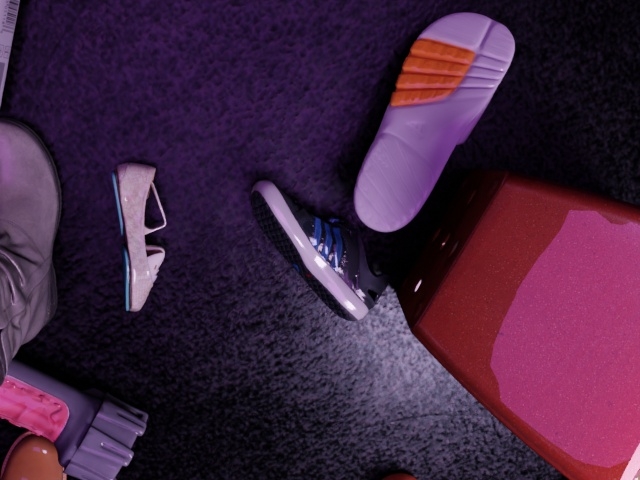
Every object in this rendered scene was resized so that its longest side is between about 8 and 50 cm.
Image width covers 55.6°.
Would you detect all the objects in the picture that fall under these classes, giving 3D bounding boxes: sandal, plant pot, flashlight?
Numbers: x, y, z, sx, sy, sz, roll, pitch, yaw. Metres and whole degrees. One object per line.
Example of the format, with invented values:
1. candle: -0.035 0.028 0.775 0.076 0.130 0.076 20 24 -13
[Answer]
1. sandal: 0.114 -0.129 0.672 0.101 0.076 0.265 30 86 8
2. plant pot: 0.232 0.057 0.659 0.235 0.267 0.267 30 98 -1
3. flashlight: -0.347 0.175 0.656 0.304 0.103 0.103 33 86 -13

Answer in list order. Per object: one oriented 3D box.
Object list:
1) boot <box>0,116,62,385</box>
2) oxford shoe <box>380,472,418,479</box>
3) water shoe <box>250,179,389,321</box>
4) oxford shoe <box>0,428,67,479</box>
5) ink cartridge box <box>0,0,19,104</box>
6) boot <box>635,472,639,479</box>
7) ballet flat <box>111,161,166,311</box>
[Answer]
1. boot: -0.311 0.008 0.592 0.083 0.161 0.247 -3 104 -9
2. oxford shoe: 0.107 0.454 0.803 0.096 0.098 0.272 -6 105 -8
3. water shoe: 0.000 0.000 0.700 0.080 0.073 0.203 -44 112 -19
4. oxford shoe: -0.351 0.323 0.710 0.076 0.076 0.213 16 99 -11
5. ink cartridge box: -0.394 -0.217 0.597 0.179 0.045 0.146 18 101 5
6. boot: 0.359 0.360 0.827 0.203 0.095 0.262 -30 111 0
7. ballet flat: -0.194 -0.001 0.666 0.052 0.057 0.169 -6 105 -18
